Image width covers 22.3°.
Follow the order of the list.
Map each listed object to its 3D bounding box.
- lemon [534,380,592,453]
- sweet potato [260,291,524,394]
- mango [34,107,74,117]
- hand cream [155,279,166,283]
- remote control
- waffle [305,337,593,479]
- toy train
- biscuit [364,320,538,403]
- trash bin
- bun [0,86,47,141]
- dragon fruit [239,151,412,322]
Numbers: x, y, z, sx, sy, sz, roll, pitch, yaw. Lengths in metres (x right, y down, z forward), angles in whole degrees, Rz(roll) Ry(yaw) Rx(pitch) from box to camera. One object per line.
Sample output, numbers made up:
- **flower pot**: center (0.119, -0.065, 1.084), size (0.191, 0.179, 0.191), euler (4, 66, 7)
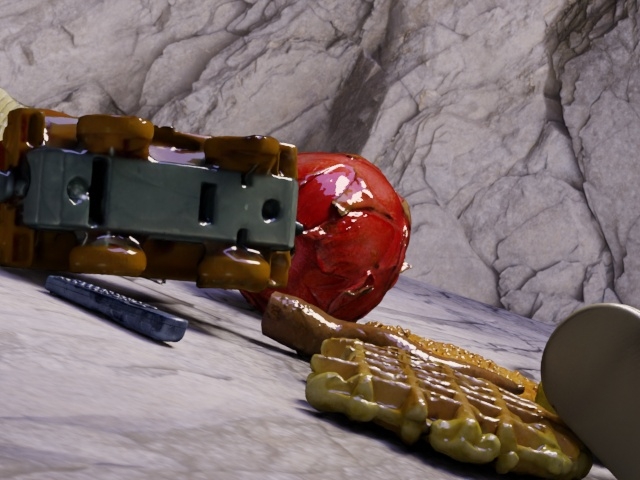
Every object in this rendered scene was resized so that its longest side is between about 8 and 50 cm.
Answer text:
- **lemon**: center (0.292, 0.176, 1.744), size (0.133, 0.109, 0.109), euler (-10, 18, -29)
- **sweet potato**: center (0.074, 0.126, 1.697), size (0.281, 0.059, 0.067), euler (20, -7, 7)
- **mango**: center (-0.432, -0.131, 2.462), size (0.255, 0.139, 0.175), euler (11, -16, 45)
- **hand cream**: center (-0.298, -0.009, 1.905), size (0.257, 0.050, 0.084), euler (22, -1, -25)
- **remote control**: center (-0.185, 0.062, 1.482), size (0.153, 0.027, 0.043), euler (20, 8, 33)
- **waffle**: center (0.107, 0.150, 1.468), size (0.282, 0.058, 0.301), euler (20, 3, 21)
- **toy train**: center (-0.197, -0.039, 1.661), size (0.369, 0.163, 0.232), euler (6, -1, -32)
- **biscuit**: center (0.168, 0.153, 2.038), size (0.254, 0.035, 0.254), euler (21, 2, -1)
- **trash bin**: center (0.336, 0.174, 1.503), size (0.243, 0.121, 0.247), euler (48, 12, 25)
- **bun**: center (-0.465, -0.128, 2.205), size (0.229, 0.145, 0.229), euler (28, 33, -20)
- **dragon fruit**: center (-0.002, -0.001, 2.019), size (0.252, 0.240, 0.241), euler (0, 16, -43)
